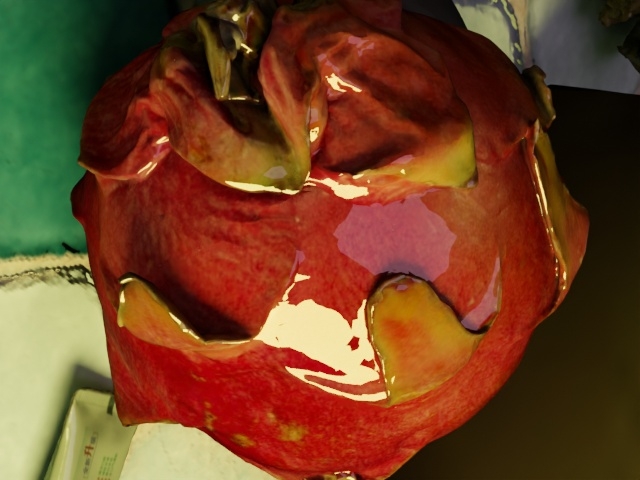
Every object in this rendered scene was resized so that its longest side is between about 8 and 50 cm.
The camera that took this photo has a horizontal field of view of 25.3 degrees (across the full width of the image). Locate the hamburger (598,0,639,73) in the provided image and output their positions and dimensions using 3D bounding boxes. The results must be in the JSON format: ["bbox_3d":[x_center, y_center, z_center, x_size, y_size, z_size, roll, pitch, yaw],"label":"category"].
[{"bbox_3d":[0.278,-0.188,0.970,0.185,0.159,0.131,-27,122,-12],"label":"hamburger"}]

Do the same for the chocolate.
[{"bbox_3d":[0.243,0.105,0.889,0.297,0.326,0.314,25,85,-34],"label":"chocolate"}]

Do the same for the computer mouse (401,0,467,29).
[{"bbox_3d":[0.006,-0.151,0.748,0.232,0.120,0.057,20,122,-45],"label":"computer mouse"}]

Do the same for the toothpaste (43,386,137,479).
[{"bbox_3d":[-0.149,0.185,0.770,0.064,0.041,0.218,25,84,-58],"label":"toothpaste"}]

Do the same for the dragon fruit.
[{"bbox_3d":[0.000,0.001,0.694,0.250,0.315,0.250,4,73,-12],"label":"dragon fruit"}]
